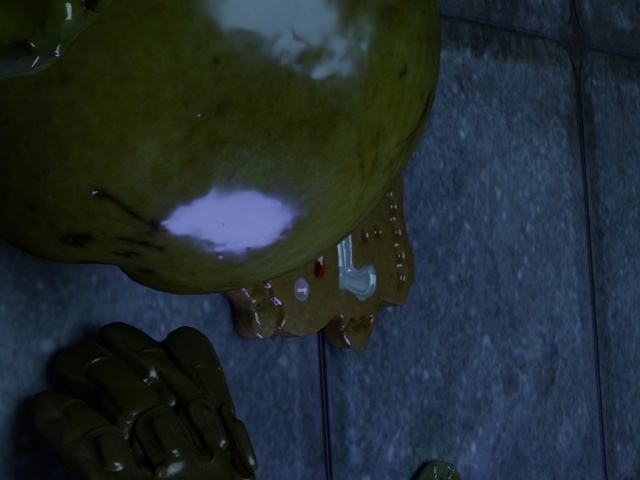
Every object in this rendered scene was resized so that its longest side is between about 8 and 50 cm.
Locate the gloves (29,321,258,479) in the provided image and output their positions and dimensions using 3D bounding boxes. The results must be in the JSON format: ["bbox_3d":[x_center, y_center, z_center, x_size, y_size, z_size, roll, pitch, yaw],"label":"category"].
[{"bbox_3d":[-0.119,0.197,1.018,0.154,0.141,0.331,43,52,-41],"label":"gloves"}]

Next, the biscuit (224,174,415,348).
[{"bbox_3d":[0.002,0.000,1.304,0.249,0.035,0.184,-7,91,-54],"label":"biscuit"}]

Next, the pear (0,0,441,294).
[{"bbox_3d":[-0.091,-0.112,0.977,0.304,0.304,0.304,10,77,-53],"label":"pear"}]

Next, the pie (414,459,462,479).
[{"bbox_3d":[0.104,0.233,1.428,0.085,0.017,0.085,9,78,-54],"label":"pie"}]

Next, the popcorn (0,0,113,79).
[{"bbox_3d":[-0.273,-0.081,0.725,0.321,0.290,0.326,-9,70,-38],"label":"popcorn"}]
